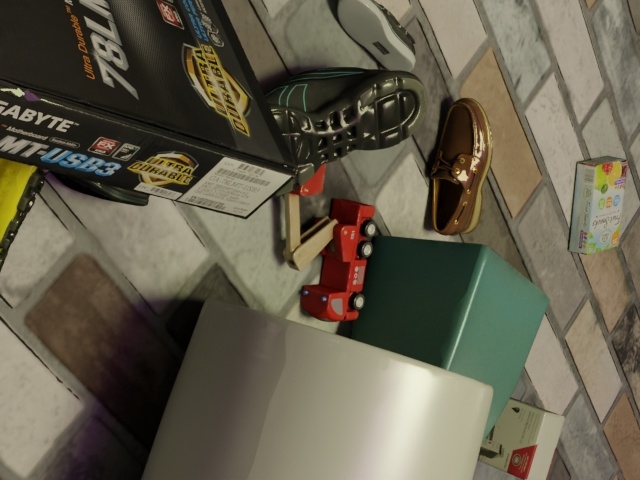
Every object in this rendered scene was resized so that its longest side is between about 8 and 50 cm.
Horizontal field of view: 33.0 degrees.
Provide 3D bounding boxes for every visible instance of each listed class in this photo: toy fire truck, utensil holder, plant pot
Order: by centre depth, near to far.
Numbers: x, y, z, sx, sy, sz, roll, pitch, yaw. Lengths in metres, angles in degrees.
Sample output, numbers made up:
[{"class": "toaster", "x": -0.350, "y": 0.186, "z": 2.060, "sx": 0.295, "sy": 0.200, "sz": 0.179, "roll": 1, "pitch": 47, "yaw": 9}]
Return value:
[{"class": "utensil holder", "x": -0.027, "y": 0.283, "z": 1.062, "sx": 0.328, "sy": 0.328, "sz": 0.385, "roll": 25, "pitch": 80, "yaw": -49}, {"class": "toy fire truck", "x": 0.000, "y": 0.000, "z": 1.208, "sx": 0.135, "sy": 0.047, "sz": 0.192, "roll": 0, "pitch": 103, "yaw": -47}, {"class": "plant pot", "x": 0.136, "y": 0.138, "z": 1.286, "sx": 0.166, "sy": 0.166, "sz": 0.234, "roll": 35, "pitch": 69, "yaw": -44}]

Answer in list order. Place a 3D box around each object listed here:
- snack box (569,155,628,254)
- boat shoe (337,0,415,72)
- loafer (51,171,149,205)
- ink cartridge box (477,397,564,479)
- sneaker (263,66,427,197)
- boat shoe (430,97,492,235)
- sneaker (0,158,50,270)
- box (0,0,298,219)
[{"class": "snack box", "x": 0.431, "y": -0.055, "z": 1.676, "sx": 0.100, "sy": 0.037, "sz": 0.141, "roll": -11, "pitch": 110, "yaw": -45}, {"class": "boat shoe", "x": 0.064, "y": -0.240, "z": 1.212, "sx": 0.142, "sy": 0.049, "sz": 0.040, "roll": 40, "pitch": 53, "yaw": -48}, {"class": "loafer", "x": -0.209, "y": -0.077, "z": 0.944, "sx": 0.170, "sy": 0.062, "sz": 0.061, "roll": 29, "pitch": 77, "yaw": -49}, {"class": "ink cartridge box", "x": 0.258, "y": 0.269, "z": 1.510, "sx": 0.056, "sy": 0.135, "sz": 0.099, "roll": 20, "pitch": 86, "yaw": -46}, {"class": "sneaker", "x": -0.024, "y": -0.117, "z": 1.117, "sx": 0.267, "sy": 0.106, "sz": 0.101, "roll": -17, "pitch": 121, "yaw": -22}, {"class": "boat shoe", "x": 0.173, "y": -0.089, "z": 1.359, "sx": 0.060, "sy": 0.064, "sz": 0.177, "roll": -16, "pitch": 115, "yaw": -47}, {"class": "sneaker", "x": -0.318, "y": 0.006, "z": 0.827, "sx": 0.146, "sy": 0.134, "sz": 0.343, "roll": 25, "pitch": 89, "yaw": -12}, {"class": "box", "x": -0.180, "y": -0.172, "z": 0.802, "sx": 0.073, "sy": 0.295, "sz": 0.293, "roll": -39, "pitch": 147, "yaw": 26}]
